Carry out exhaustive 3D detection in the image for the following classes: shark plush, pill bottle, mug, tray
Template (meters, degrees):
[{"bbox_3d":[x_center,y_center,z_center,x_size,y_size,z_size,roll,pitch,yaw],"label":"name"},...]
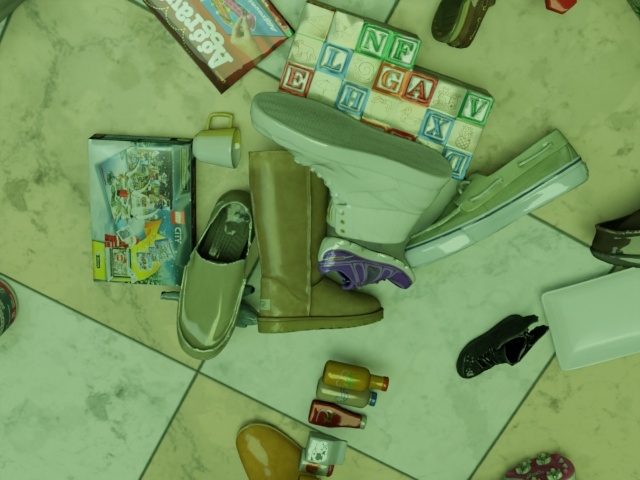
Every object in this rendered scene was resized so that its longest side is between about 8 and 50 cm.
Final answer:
[{"bbox_3d":[-0.171,0.096,1.434,0.161,0.067,0.073,24,108,-5],"label":"shark plush"},{"bbox_3d":[-0.556,0.131,1.407,0.108,0.180,0.108,1,109,3],"label":"pill bottle"},{"bbox_3d":[-0.157,-0.147,1.366,0.064,0.078,0.062,4,140,9],"label":"mug"},{"bbox_3d":[0.494,0.106,1.421,0.270,0.030,0.145,-17,107,8],"label":"tray"}]

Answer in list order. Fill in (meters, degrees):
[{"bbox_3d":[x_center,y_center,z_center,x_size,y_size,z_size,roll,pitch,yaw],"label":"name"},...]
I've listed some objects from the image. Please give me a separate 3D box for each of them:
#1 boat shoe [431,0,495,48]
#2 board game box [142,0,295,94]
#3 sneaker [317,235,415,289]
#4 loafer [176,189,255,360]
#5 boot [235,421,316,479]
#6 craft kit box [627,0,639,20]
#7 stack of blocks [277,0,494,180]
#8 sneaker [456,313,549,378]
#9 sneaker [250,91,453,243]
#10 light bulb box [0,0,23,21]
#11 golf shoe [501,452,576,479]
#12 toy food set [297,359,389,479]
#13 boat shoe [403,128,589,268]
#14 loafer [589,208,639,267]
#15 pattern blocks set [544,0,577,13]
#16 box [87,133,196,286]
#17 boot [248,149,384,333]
[{"bbox_3d":[0.220,-0.357,1.273,0.060,0.064,0.178,17,103,-37],"label":"boat shoe"},{"bbox_3d":[-0.181,-0.366,1.304,0.145,0.027,0.281,-37,103,15],"label":"board game box"},{"bbox_3d":[0.064,0.045,1.343,0.170,0.068,0.071,19,89,-28],"label":"sneaker"},{"bbox_3d":[-0.160,0.048,1.362,0.101,0.092,0.269,13,85,3],"label":"loafer"},{"bbox_3d":[-0.049,0.456,1.470,0.104,0.211,0.295,-31,104,11],"label":"boot"},{"bbox_3d":[0.483,-0.279,1.181,0.061,0.247,0.250,-35,103,16],"label":"craft kit box"},{"bbox_3d":[0.094,-0.219,1.304,0.297,0.087,0.171,19,108,-3],"label":"stack of blocks"},{"bbox_3d":[0.284,0.172,1.422,0.051,0.089,0.170,44,105,-11],"label":"sneaker"},{"bbox_3d":[0.018,-0.087,1.266,0.292,0.108,0.169,22,128,-8],"label":"sneaker"},{"bbox_3d":[-0.644,-0.388,1.218,0.358,0.225,0.361,-36,102,14],"label":"light bulb box"},{"bbox_3d":[0.300,0.475,1.512,0.306,0.115,0.140,-24,109,12],"label":"golf shoe"},{"bbox_3d":[0.033,0.312,1.466,0.104,0.111,0.232,13,91,-4],"label":"toy food set"},{"bbox_3d":[0.251,-0.060,1.354,0.302,0.109,0.094,-30,88,4],"label":"boat shoe"},{"bbox_3d":[0.561,-0.067,1.318,0.365,0.134,0.130,-21,102,-1],"label":"loafer"},{"bbox_3d":[0.256,-0.489,1.206,0.285,0.026,0.325,14,94,-1],"label":"pattern blocks set"},{"bbox_3d":[-0.276,-0.045,1.405,0.159,0.044,0.233,3,108,2],"label":"box"},{"bbox_3d":[0.000,0.000,1.371,0.236,0.089,0.270,-2,91,-39],"label":"boot"}]
